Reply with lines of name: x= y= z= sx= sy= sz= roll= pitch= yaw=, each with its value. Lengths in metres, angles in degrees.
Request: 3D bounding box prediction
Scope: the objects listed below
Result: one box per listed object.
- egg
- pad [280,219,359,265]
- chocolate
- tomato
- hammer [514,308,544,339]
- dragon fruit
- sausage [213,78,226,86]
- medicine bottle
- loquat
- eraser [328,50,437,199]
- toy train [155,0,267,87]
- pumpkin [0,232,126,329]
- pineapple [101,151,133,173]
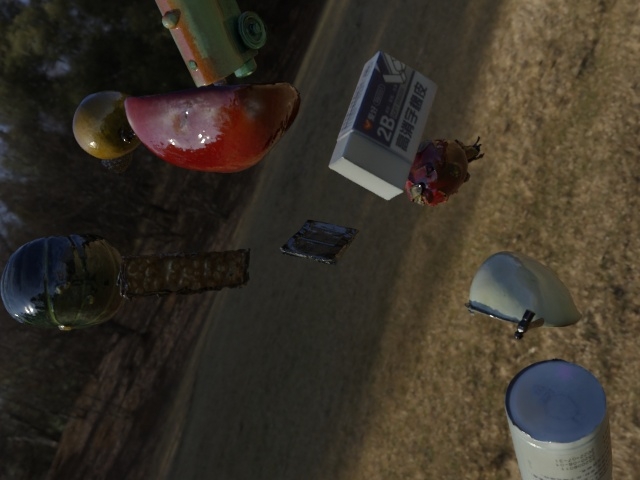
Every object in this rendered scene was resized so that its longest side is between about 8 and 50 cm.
egg: x=0.528 y=0.124 z=1.850 sx=0.264 sy=0.286 sz=0.174 roll=-7 pitch=-72 yaw=-60
pad: x=0.000 y=0.001 z=2.098 sx=0.233 sy=0.174 sz=0.022 roll=-51 pitch=-31 yaw=-58
chocolate: x=-0.292 y=0.067 z=1.562 sx=0.065 sy=0.329 sz=0.102 roll=18 pitch=105 yaw=43
tomato: x=-0.091 y=-0.107 z=0.700 sx=0.174 sy=0.166 sz=0.082 roll=-20 pitch=-74 yaw=-67
hammer: x=0.450 y=0.174 z=1.513 sx=0.178 sy=0.021 sz=0.065 roll=5 pitch=-69 yaw=-58
dragon fruit: x=0.265 y=-0.159 z=1.500 sx=0.246 sy=0.125 sz=0.125 roll=-28 pitch=-39 yaw=-35
sausage: x=-0.302 y=-0.469 z=1.893 sx=0.036 sy=0.158 sz=0.042 roll=-35 pitch=2 yaw=-8
medicine bottle: x=0.493 y=0.415 z=1.468 sx=0.190 sy=0.190 sz=0.332 roll=-76 pitch=-27 yaw=-43
loquat: x=-0.437 y=-0.241 z=1.495 sx=0.163 sy=0.163 sz=0.137 roll=-86 pitch=-9 yaw=-64
eraser: x=0.104 y=-0.187 z=1.174 sx=0.068 sy=0.124 sz=0.210 roll=-24 pitch=42 yaw=61
toy train: x=-0.204 y=-0.397 z=1.213 sx=0.116 sy=0.285 sz=0.177 roll=-3 pitch=31 yaw=38
pumpkin: x=-0.663 y=0.114 z=1.879 sx=0.323 sy=0.323 sz=0.241 roll=140 pitch=120 yaw=-72
pineapple: x=-0.499 y=-0.251 z=1.851 sx=0.159 sy=0.074 sz=0.074 roll=-55 pitch=10 yaw=6
